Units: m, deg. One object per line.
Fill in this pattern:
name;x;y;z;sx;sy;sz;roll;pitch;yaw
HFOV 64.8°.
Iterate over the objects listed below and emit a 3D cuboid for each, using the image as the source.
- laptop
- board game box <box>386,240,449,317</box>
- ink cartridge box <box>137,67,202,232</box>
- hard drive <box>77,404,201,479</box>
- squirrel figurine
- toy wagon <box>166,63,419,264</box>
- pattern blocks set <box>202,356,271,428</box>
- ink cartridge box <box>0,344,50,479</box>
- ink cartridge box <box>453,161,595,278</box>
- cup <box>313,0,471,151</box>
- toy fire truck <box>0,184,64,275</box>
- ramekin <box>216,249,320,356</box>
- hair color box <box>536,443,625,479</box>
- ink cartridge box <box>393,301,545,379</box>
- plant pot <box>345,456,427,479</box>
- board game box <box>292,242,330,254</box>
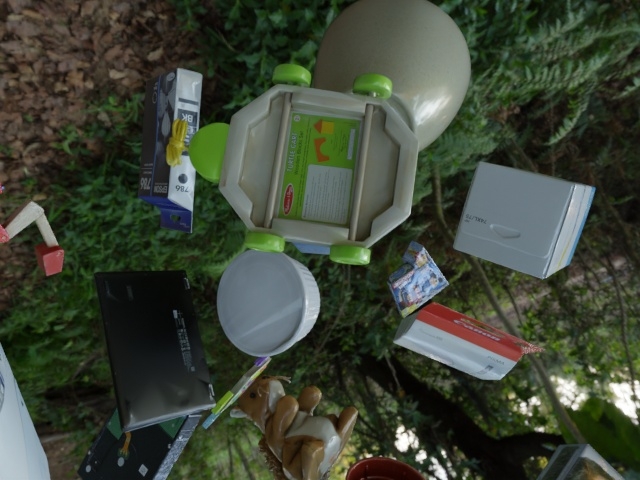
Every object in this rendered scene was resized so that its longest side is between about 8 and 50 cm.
laptop;-0.440;0.298;1.379;0.237;0.381;0.408;-29;161;34
board game box;0.292;0.109;1.587;0.194;0.194;0.060;-33;-150;-15
ink cartridge box;-0.327;-0.186;1.083;0.065;0.332;0.166;1;-176;-41
hard drive;-0.493;0.552;1.369;0.338;0.237;0.064;-61;150;-2
squirrel figurine;-0.124;0.646;1.674;0.281;0.371;0.396;-28;136;-51
toy wagon;-0.040;-0.113;0.717;0.345;0.266;0.068;8;171;3
pattern blocks set;-0.223;0.422;1.498;0.324;0.026;0.285;-53;170;35
ink cartridge box;-0.339;0.282;0.525;0.091;0.385;0.307;-18;125;-30
ink cartridge box;0.454;-0.051;1.112;0.270;0.198;0.197;-7;114;-55
cup;0.122;-0.285;1.011;0.331;0.331;0.236;-38;-159;42
toy fire truck;-0.489;-0.028;0.794;0.135;0.047;0.191;-15;122;-39
ramekin;-0.125;0.158;1.308;0.273;0.272;0.127;-30;162;22
hair color box;0.645;0.650;1.091;0.185;0.374;0.113;-41;169;-23
ink cartridge box;0.239;0.181;0.868;0.232;0.189;0.066;95;18;-78
plant pot;0.189;0.870;1.560;0.273;0.264;0.272;8;-164;-2
board game box;0.000;0.000;1.776;0.282;0.027;0.145;3;147;41
